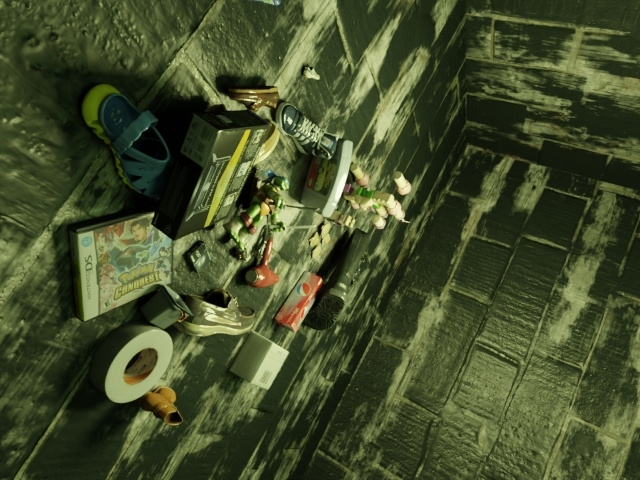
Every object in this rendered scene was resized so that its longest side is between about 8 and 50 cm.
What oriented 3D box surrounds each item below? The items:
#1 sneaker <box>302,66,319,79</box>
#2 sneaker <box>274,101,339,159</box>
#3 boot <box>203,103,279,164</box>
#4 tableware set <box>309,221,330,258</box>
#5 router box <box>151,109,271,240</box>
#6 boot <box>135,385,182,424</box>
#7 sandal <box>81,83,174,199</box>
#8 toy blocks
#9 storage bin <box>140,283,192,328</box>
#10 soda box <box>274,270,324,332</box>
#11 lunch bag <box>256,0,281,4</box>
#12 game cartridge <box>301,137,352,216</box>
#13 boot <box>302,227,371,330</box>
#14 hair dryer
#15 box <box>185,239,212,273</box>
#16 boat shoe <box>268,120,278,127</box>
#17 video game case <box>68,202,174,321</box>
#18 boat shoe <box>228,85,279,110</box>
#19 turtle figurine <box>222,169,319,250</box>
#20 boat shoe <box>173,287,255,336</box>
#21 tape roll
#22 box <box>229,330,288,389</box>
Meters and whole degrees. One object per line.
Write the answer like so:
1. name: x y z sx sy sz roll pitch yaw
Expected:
1. sneaker: -0.027 -0.571 1.529 0.083 0.032 0.036 -21 128 -57
2. sneaker: -0.035 -0.369 1.532 0.099 0.153 0.282 -65 154 -7
3. boot: -0.232 -0.307 1.273 0.262 0.095 0.203 -44 147 -22
4. tableware set: 0.000 0.000 2.032 0.141 0.020 0.168 -46 153 -27
5. router box: -0.268 -0.169 1.119 0.308 0.081 0.243 -59 170 25
6. boot: -0.476 0.516 1.388 0.072 0.153 0.197 -63 154 -9
7. sandal: -0.394 -0.195 1.012 0.126 0.138 0.317 -59 154 -21
8. toy blocks: 0.241 -0.152 2.071 0.308 0.289 0.260 -66 149 -12
9. storage bin: -0.435 0.199 1.265 0.091 0.098 0.135 -38 161 -11
10. soda box: -0.091 0.270 1.995 0.263 0.092 0.083 -57 155 -23
11. lunch bag: -0.168 -0.652 1.088 0.096 0.129 0.151 -56 153 -21
12. game cartridge: 0.024 -0.247 1.697 0.060 0.196 0.293 7 105 -39
13. boot: 0.085 0.191 2.215 0.367 0.146 0.444 -50 -167 47
14. hair dryer: -0.198 0.073 1.655 0.223 0.080 0.293 -49 149 -34
15. box: -0.372 0.050 1.376 0.067 0.018 0.083 -50 149 -33
16. boat shoe: -0.172 -0.338 1.444 0.035 0.035 0.100 22 94 -37
17. video game case: -0.487 0.045 1.135 0.275 0.035 0.247 -27 133 -53
18. boat shoe: -0.188 -0.411 1.303 0.207 0.073 0.072 -26 130 -53
19. turtle figurine: -0.158 -0.068 1.448 0.266 0.198 0.274 -43 106 -11
20. boat shoe: -0.323 0.233 1.485 0.355 0.133 0.130 11 100 -65
21. tape roll: -0.523 0.335 1.253 0.219 0.073 0.219 -41 143 -41
22. box: -0.249 0.492 1.839 0.181 0.119 0.181 -61 153 -15
